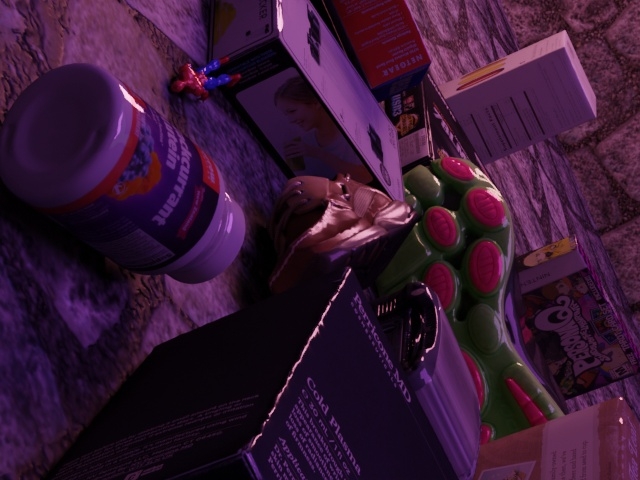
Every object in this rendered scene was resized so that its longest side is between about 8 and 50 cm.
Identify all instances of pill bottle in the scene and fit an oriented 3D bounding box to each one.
[{"bbox_3d":[-0.136,-0.039,1.025,0.193,0.108,0.108,40,31,-53],"label":"pill bottle"}]

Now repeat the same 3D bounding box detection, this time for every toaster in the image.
[{"bbox_3d":[0.083,0.157,1.377,0.146,0.129,0.227,61,17,-24],"label":"toaster"}]

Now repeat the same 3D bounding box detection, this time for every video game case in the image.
[{"bbox_3d":[0.294,0.123,1.883,0.232,0.210,0.042,57,21,-29],"label":"video game case"}]

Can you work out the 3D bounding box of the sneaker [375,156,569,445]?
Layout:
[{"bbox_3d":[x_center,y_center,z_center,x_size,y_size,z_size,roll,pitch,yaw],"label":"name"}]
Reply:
[{"bbox_3d":[0.181,0.129,1.686,0.202,0.185,0.482,70,6,-71],"label":"sneaker"}]

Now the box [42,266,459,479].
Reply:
[{"bbox_3d":[-0.009,0.242,0.927,0.343,0.179,0.312,63,19,-10],"label":"box"}]

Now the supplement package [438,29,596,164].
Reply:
[{"bbox_3d":[0.322,-0.231,2.342,0.134,0.244,0.139,63,17,-13],"label":"supplement package"}]

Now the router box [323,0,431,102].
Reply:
[{"bbox_3d":[0.039,-0.334,1.802,0.335,0.082,0.301,-60,126,-87],"label":"router box"}]

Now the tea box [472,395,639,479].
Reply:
[{"bbox_3d":[0.251,0.387,1.304,0.323,0.220,0.329,57,24,-21],"label":"tea box"}]

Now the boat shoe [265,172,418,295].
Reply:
[{"bbox_3d":[0.000,0.000,1.389,0.120,0.122,0.324,37,14,7],"label":"boat shoe"}]

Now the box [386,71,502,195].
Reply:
[{"bbox_3d":[0.192,-0.080,2.075,0.295,0.073,0.293,57,21,-30],"label":"box"}]

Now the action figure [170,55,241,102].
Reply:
[{"bbox_3d":[-0.115,-0.156,1.361,0.038,0.030,0.115,61,23,-1],"label":"action figure"}]

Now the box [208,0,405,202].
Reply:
[{"bbox_3d":[-0.012,-0.154,1.556,0.290,0.087,0.169,52,23,-38],"label":"box"}]
